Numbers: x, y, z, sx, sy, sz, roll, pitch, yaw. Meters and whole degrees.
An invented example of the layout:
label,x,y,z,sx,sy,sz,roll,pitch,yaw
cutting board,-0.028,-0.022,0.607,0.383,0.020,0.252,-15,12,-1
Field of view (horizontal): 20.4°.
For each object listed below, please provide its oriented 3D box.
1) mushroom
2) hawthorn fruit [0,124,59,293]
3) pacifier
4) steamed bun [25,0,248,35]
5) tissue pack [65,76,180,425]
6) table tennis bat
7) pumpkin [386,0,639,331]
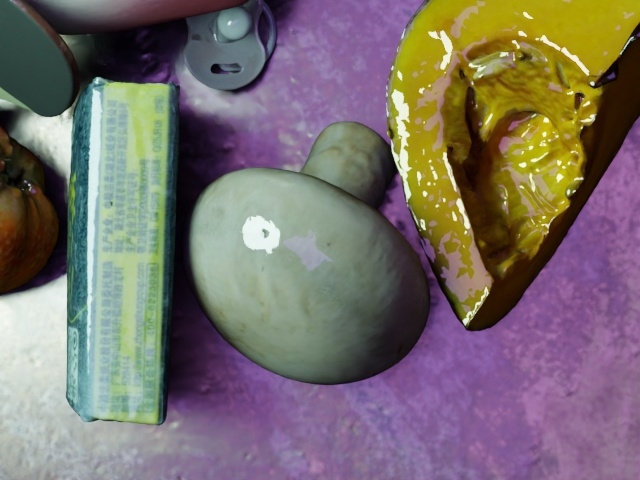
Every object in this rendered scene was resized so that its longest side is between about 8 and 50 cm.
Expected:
label,x,y,z,sx,sy,sz,roll,pitch,yaw
mushroom,0.003,0.018,1.384,0.209,0.206,0.206,-28,85,-36
hawthorn fruit,-0.319,-0.011,1.439,0.203,0.163,0.162,-27,86,24
pacifier,-0.071,-0.174,1.445,0.082,0.078,0.099,-4,87,-15
steamed bun,-0.163,-0.278,1.359,0.309,0.309,0.309,0,89,6
tissue pack,-0.158,0.009,1.390,0.081,0.185,0.257,2,89,-10
table tennis bat,-0.259,-0.139,1.373,0.154,0.274,0.021,36,67,-3
pumpkin,0.146,-0.097,1.399,0.169,0.148,0.312,31,95,21
